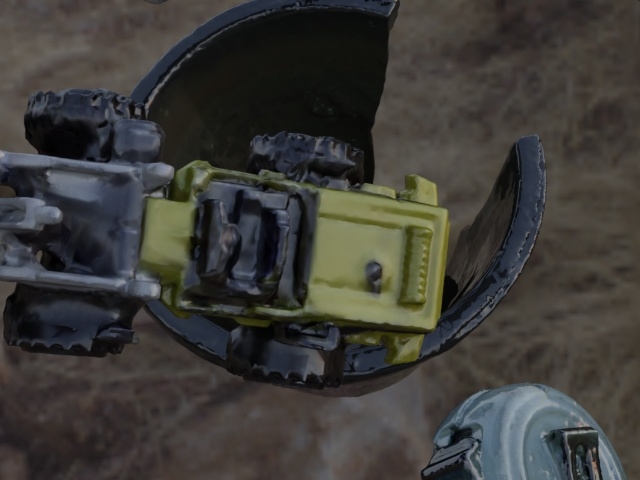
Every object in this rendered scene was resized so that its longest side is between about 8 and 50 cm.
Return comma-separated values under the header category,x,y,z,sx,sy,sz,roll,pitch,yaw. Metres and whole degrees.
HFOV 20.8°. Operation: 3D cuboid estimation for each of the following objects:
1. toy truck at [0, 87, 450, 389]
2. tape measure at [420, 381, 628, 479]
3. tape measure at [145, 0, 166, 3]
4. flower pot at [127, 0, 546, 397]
category,x,y,z,sx,sy,sz,roll,pitch,yaw
toy truck,-0.075,-0.002,0.859,0.286,0.136,0.111,7,-5,-18
tape measure,0.189,0.167,1.142,0.084,0.164,0.330,-22,-13,38
tape measure,-0.093,-0.280,1.377,0.197,0.236,0.120,0,52,-3
flower pot,0.000,0.000,1.558,0.379,0.251,0.379,-1,64,2
